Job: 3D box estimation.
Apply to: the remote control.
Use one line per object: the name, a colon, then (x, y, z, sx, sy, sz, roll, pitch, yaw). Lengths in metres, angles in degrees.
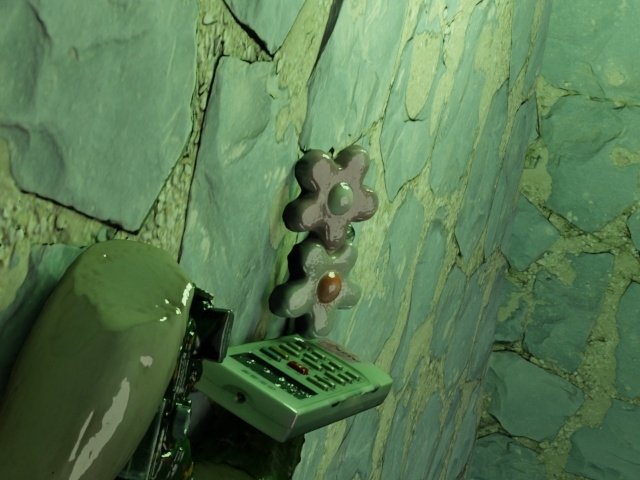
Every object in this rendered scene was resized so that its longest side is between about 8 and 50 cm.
remote control: (-0.025, 0.172, 1.421, 0.050, 0.145, 0.344, -65, 161, 10)

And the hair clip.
hair clip: (0.004, 0.002, 1.477, 0.146, 0.075, 0.257, 1, 113, -34)

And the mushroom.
mushroom: (-0.204, 0.140, 0.921, 0.350, 0.128, 0.128, -61, 159, -27)

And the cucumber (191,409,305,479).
cucumber: (-0.074, 0.250, 1.413, 0.244, 0.134, 0.134, -53, 154, -54)

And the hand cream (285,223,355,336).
hand cream: (-0.010, 0.069, 1.578, 0.086, 0.055, 0.235, -23, 136, -60)

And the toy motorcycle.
toy motorcycle: (-0.154, 0.171, 1.096, 0.187, 0.125, 0.275, 44, 59, -86)
